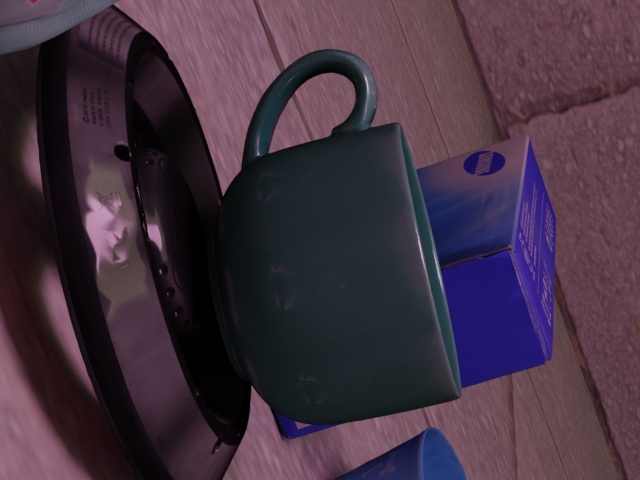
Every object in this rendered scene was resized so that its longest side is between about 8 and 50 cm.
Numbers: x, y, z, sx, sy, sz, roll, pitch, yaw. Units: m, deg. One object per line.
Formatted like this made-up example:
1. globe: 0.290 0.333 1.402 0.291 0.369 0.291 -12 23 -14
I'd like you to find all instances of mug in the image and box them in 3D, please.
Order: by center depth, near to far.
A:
1. mug: 0.002 0.008 0.667 0.129 0.097 0.158 67 12 -55

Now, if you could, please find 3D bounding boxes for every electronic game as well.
1. electronic game: -0.077 0.003 0.640 0.229 0.048 0.229 -12 90 -83

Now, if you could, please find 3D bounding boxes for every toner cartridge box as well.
1. toner cartridge box: 0.070 0.016 0.965 0.348 0.165 0.075 -58 129 -73

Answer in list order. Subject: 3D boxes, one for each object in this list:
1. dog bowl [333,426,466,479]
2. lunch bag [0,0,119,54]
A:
1. dog bowl: 0.082 0.257 0.914 0.166 0.074 0.297 -87 155 -55
2. lunch bag: -0.097 -0.229 0.423 0.262 0.160 0.223 60 -21 24
